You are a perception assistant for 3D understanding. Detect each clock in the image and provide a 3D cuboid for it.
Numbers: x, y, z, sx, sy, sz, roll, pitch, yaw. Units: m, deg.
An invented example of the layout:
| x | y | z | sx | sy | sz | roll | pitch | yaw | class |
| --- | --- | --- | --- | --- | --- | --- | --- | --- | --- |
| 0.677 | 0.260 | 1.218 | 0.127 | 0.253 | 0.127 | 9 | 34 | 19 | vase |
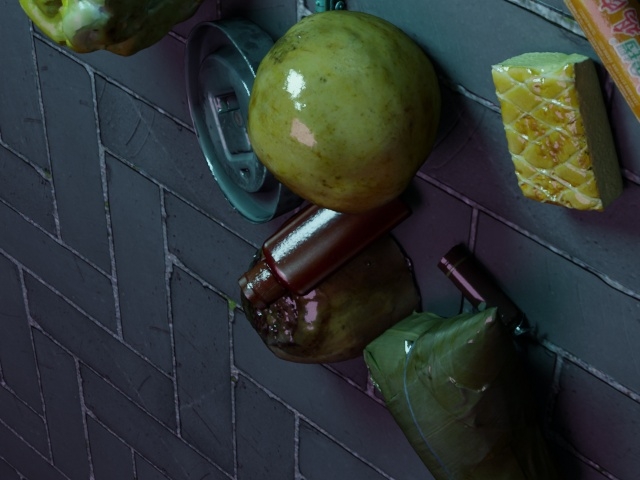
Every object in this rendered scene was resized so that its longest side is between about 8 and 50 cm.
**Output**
| x | y | z | sx | sy | sz | roll | pitch | yaw | class |
| --- | --- | --- | --- | --- | --- | --- | --- | --- | --- |
| -0.109 | -0.179 | 2.047 | 0.312 | 0.061 | 0.313 | 47 | 147 | 43 | clock |

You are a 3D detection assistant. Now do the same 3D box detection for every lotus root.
| x | y | z | sx | sy | sz | roll | pitch | yaw | class |
| --- | --- | --- | --- | --- | --- | --- | --- | --- | --- |
| -0.002 | 0.080 | 2.113 | 0.272 | 0.192 | 0.272 | 32 | 134 | 39 | lotus root |

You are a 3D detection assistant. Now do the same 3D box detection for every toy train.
| x | y | z | sx | sy | sz | roll | pitch | yaw | class |
| --- | --- | --- | --- | --- | --- | --- | --- | --- | --- |
| 0.010 | -0.326 | 1.866 | 0.029 | 0.045 | 0.092 | 33 | 137 | 33 | toy train |

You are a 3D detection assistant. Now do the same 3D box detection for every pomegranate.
| x | y | z | sx | sy | sz | roll | pitch | yaw | class |
| --- | --- | --- | --- | --- | --- | --- | --- | --- | --- |
| 0.031 | -0.169 | 1.790 | 0.260 | 0.260 | 0.260 | 31 | 139 | 32 | pomegranate |

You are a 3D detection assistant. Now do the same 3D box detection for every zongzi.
| x | y | z | sx | sy | sz | roll | pitch | yaw | class |
| --- | --- | --- | --- | --- | --- | --- | --- | --- | --- |
| 0.247 | 0.252 | 1.900 | 0.356 | 0.174 | 0.393 | 54 | 160 | -3 | zongzi |

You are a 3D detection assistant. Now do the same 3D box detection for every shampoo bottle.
| x | y | z | sx | sy | sz | roll | pitch | yaw | class |
| --- | --- | --- | --- | --- | --- | --- | --- | --- | --- |
| 0.000 | 0.000 | 1.983 | 0.102 | 0.260 | 0.064 | 54 | -170 | 8 | shampoo bottle |

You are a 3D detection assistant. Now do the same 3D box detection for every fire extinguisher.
| x | y | z | sx | sy | sz | roll | pitch | yaw | class |
| --- | --- | --- | --- | --- | --- | --- | --- | --- | --- |
| 0.228 | 0.077 | 1.936 | 0.158 | 0.043 | 0.064 | 48 | 137 | 12 | fire extinguisher |

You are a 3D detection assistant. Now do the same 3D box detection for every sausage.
| x | y | z | sx | sy | sz | roll | pitch | yaw | class |
| --- | --- | --- | --- | --- | --- | --- | --- | --- | --- |
| 0.358 | -0.186 | 1.536 | 0.234 | 0.071 | 0.071 | 57 | 146 | -2 | sausage |

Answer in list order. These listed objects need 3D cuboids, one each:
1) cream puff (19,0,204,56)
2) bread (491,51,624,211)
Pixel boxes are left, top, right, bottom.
| x | y | z | sx | sy | sz | roll | pitch | yaw | class |
| --- | --- | --- | --- | --- | --- | --- | --- | --- | --- |
| -0.288 | -0.429 | 1.910 | 0.257 | 0.291 | 0.324 | 36 | 136 | 18 | cream puff |
| 0.283 | -0.133 | 1.672 | 0.125 | 0.068 | 0.188 | 9 | 125 | 47 | bread |
